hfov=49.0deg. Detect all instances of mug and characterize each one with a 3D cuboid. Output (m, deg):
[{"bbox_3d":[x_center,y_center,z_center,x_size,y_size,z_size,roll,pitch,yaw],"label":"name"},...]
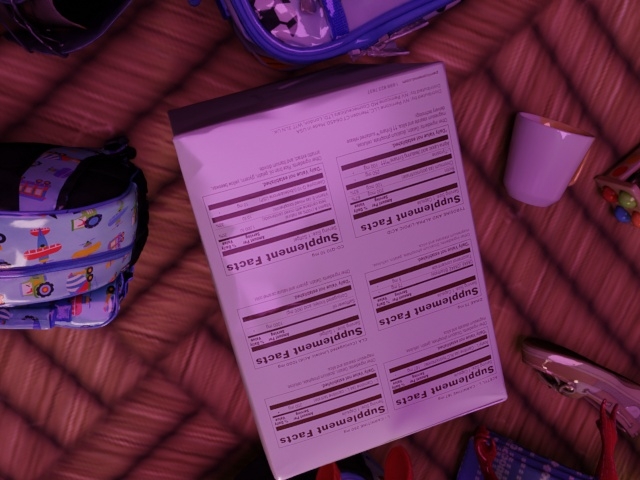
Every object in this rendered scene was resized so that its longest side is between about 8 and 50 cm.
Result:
[{"bbox_3d":[0.183,-0.060,0.558,0.078,0.062,0.064,13,109,-8],"label":"mug"}]

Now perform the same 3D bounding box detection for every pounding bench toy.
[{"bbox_3d":[0.276,-0.041,0.568,0.065,0.083,0.052,-40,109,0],"label":"pounding bench toy"}]

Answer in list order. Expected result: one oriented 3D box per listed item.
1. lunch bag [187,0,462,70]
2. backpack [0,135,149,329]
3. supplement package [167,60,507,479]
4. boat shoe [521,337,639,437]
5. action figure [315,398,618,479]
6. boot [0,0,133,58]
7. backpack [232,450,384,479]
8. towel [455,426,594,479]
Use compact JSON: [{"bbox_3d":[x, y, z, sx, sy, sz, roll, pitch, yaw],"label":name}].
[{"bbox_3d":[0.002,-0.261,0.435,0.243,0.115,0.303,-26,103,-6],"label":"lunch bag"},{"bbox_3d":[-0.188,-0.003,0.434,0.158,0.173,0.116,2,104,-13],"label":"backpack"},{"bbox_3d":[0.000,0.000,0.462,0.149,0.194,0.203,-17,107,-8],"label":"supplement package"},{"bbox_3d":[0.235,0.131,0.621,0.153,0.056,0.048,25,93,-24],"label":"boat shoe"},{"bbox_3d":[0.130,0.164,0.497,0.280,0.091,0.139,29,54,-33],"label":"action figure"},{"bbox_3d":[-0.196,-0.148,0.420,0.219,0.106,0.082,-39,145,-1],"label":"boot"},{"bbox_3d":[0.011,0.311,0.542,0.276,0.213,0.263,-41,113,0],"label":"backpack"},{"bbox_3d":[0.256,0.324,0.582,0.336,0.040,0.243,18,104,27],"label":"towel"}]
